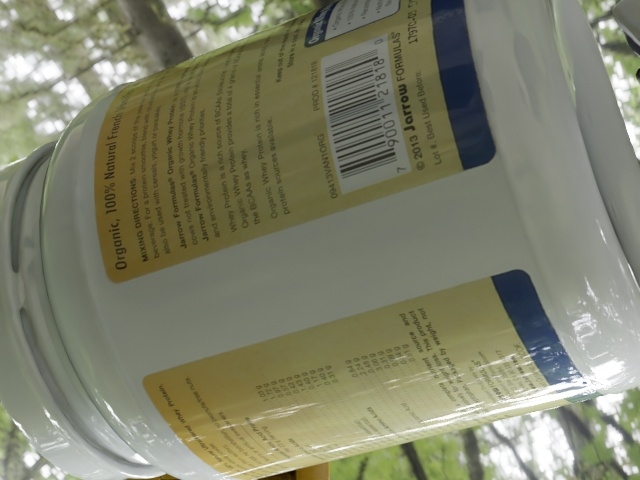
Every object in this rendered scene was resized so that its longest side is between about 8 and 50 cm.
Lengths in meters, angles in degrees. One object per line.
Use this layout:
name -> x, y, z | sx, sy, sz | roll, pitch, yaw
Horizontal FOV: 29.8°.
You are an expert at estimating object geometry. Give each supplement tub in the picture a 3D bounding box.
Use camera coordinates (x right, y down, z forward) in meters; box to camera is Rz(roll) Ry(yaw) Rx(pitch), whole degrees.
supplement tub -> 0.000, 0.000, 0.631 | 0.316, 0.228, 0.228 | -17, -137, 21

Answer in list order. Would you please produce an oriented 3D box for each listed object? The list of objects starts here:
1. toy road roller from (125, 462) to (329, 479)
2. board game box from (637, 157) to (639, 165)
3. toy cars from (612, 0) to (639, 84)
toy road roller -> -0.103, 0.151, 1.269 | 0.203, 0.329, 0.240 | -3, -158, -6
board game box -> 0.163, -0.054, 0.886 | 0.194, 0.060, 0.194 | 46, -75, 25
toy cars -> 0.293, -0.038, 0.411 | 0.394, 0.087, 0.176 | 6, -110, 34
